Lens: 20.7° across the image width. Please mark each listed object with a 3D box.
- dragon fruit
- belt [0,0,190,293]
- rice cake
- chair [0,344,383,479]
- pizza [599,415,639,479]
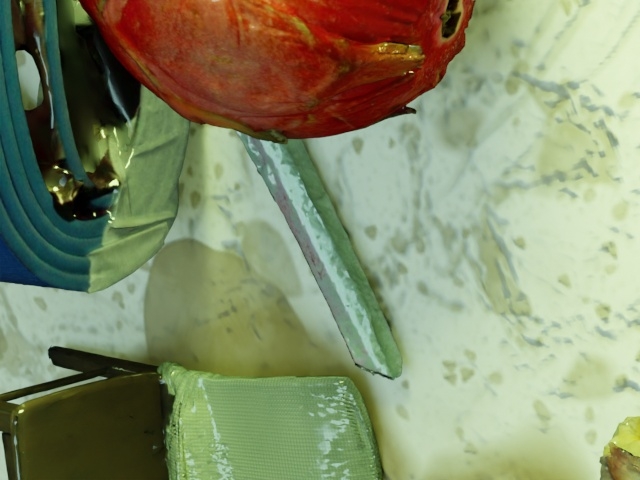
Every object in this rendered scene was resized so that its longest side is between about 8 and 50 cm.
[{"bbox_3d":[-0.027,-0.170,1.002,0.252,0.241,0.241,44,130,4],"label":"dragon fruit"},{"bbox_3d":[-0.195,-0.141,1.164,0.117,0.212,0.347,4,105,39],"label":"belt"},{"bbox_3d":[0.000,0.000,1.167,0.033,0.033,0.208,-27,88,33],"label":"rice cake"},{"bbox_3d":[-0.134,0.171,1.248,0.319,0.186,0.160,6,104,42],"label":"chair"},{"bbox_3d":[0.271,0.213,0.974,0.305,0.085,0.161,51,153,17],"label":"pizza"}]
